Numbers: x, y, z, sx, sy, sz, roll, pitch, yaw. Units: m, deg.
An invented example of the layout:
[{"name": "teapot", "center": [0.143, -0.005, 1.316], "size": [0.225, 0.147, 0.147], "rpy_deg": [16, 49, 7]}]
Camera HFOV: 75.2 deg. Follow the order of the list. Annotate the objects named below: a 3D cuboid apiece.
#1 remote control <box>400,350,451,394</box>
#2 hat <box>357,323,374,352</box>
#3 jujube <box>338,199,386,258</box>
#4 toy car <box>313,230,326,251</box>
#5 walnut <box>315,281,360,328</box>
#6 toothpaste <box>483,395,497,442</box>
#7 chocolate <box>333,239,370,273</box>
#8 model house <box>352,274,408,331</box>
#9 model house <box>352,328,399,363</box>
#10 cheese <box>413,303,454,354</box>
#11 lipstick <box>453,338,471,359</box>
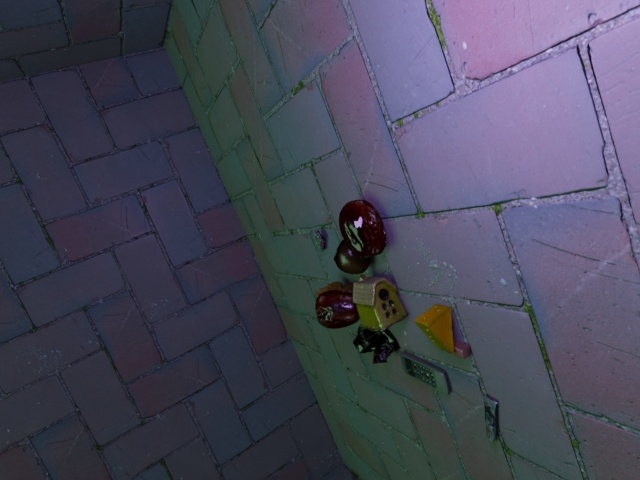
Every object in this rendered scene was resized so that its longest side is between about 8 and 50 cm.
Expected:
[{"name": "remote control", "center": [0.475, 0.604, 1.900], "size": [0.285, 0.038, 0.123], "rpy_deg": [14, 125, 60]}, {"name": "hat", "center": [0.242, 0.545, 2.266], "size": [0.138, 0.078, 0.191], "rpy_deg": [32, 140, 53]}, {"name": "jujube", "center": [0.166, -0.047, 1.713], "size": [0.183, 0.183, 0.243], "rpy_deg": [-27, 77, 66]}, {"name": "toy car", "center": [0.000, 0.000, 2.255], "size": [0.069, 0.055, 0.142], "rpy_deg": [58, 167, 35]}, {"name": "walnut", "center": [0.101, 0.334, 2.171], "size": [0.222, 0.269, 0.244], "rpy_deg": [63, -155, -52]}, {"name": "toothpaste", "center": [0.663, 0.702, 1.616], "size": [0.060, 0.038, 0.233], "rpy_deg": [23, 131, 53]}, {"name": "chocolate", "center": [0.153, 0.077, 1.922], "size": [0.177, 0.176, 0.177], "rpy_deg": [46, 150, 36]}, {"name": "model house", "center": [0.243, 0.270, 1.874], "size": [0.234, 0.174, 0.193], "rpy_deg": [64, 157, -7]}, {"name": "model house", "center": [0.273, 0.517, 2.079], "size": [0.203, 0.164, 0.141], "rpy_deg": [44, 155, 34]}, {"name": "cheese", "center": [0.456, 0.354, 1.594], "size": [0.171, 0.126, 0.093], "rpy_deg": [64, 157, -9]}, {"name": "lipstick", "center": [0.515, 0.413, 1.622], "size": [0.145, 0.045, 0.045], "rpy_deg": [15, 124, 61]}]
